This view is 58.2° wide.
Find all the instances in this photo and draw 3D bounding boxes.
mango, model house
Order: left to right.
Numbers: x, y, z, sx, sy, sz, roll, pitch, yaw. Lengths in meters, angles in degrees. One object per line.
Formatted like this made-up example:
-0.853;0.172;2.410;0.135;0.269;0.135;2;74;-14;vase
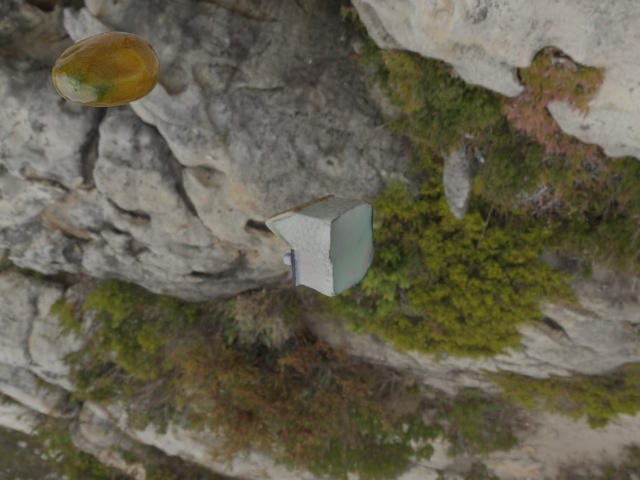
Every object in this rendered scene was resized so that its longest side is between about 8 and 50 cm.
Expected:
-0.288;-0.225;0.769;0.115;0.165;0.089;24;130;25;mango
0.000;0.000;0.682;0.100;0.087;0.101;15;119;36;model house
